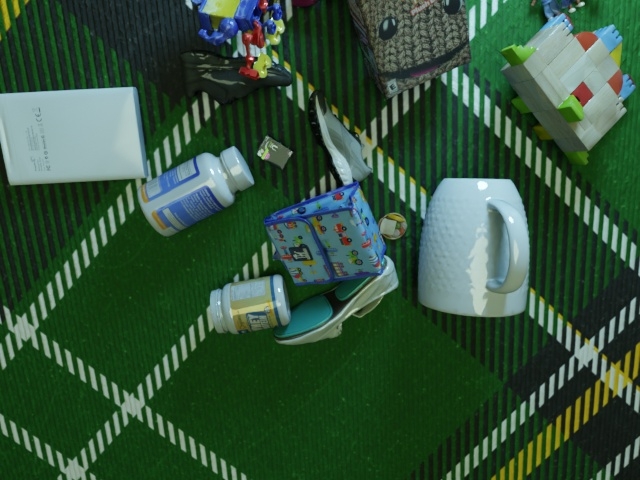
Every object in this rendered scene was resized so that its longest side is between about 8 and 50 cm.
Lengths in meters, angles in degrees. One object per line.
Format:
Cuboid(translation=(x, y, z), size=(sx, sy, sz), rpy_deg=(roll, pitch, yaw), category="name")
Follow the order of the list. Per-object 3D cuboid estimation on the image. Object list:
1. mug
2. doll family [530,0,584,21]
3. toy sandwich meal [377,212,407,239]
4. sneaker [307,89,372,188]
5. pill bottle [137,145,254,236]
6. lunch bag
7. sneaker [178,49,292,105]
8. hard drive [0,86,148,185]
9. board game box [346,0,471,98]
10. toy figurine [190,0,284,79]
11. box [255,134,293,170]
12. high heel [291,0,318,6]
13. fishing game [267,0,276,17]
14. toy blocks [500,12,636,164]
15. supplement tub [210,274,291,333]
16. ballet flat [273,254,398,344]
Cuboid(translation=(0.404, 0.010, 1.223), size=(0.277, 0.374, 0.327), rpy_deg=(0, 97, -7), category="mug")
Cuboid(translation=(0.623, -0.643, 1.222), size=(0.193, 0.076, 0.111), rpy_deg=(-38, 121, 2), category="doll family")
Cuboid(translation=(0.203, -0.040, 1.376), size=(0.086, 0.029, 0.085), rpy_deg=(-1, 104, -2), category="toy sandwich meal")
Cuboid(translation=(0.048, -0.270, 1.288), size=(0.108, 0.100, 0.271), rpy_deg=(-28, 109, -5), category="sneaker")
Cuboid(translation=(-0.317, -0.133, 1.271), size=(0.272, 0.152, 0.152), rpy_deg=(-26, 103, 4), category="pill bottle")
Cuboid(translation=(0.000, 0.000, 1.319), size=(0.294, 0.138, 0.220), rpy_deg=(-15, 120, 22), category="lunch bag")
Cuboid(translation=(-0.214, -0.407, 1.245), size=(0.287, 0.109, 0.130), rpy_deg=(7, 113, 3), category="sneaker")
Cuboid(translation=(-0.646, -0.271, 1.278), size=(0.354, 0.047, 0.232), rpy_deg=(-3, 104, -1), category="hard drive")
Cuboid(translation=(0.202, -0.524, 1.135), size=(0.232, 0.141, 0.291), rpy_deg=(-25, 136, 4), category="board game box")
Cuboid(translation=(-0.194, -0.571, 1.112), size=(0.218, 0.191, 0.362), rpy_deg=(17, 81, 8), category="toy figurine")
Cuboid(translation=(-0.121, -0.234, 1.304), size=(0.083, 0.052, 0.062), rpy_deg=(32, 101, -10), category="box")
Cuboid(translation=(-0.022, -0.703, 1.198), size=(0.117, 0.082, 0.243), rpy_deg=(1, 98, 31), category="high heel")
Cuboid(translation=(-0.229, -0.647, 1.207), size=(0.264, 0.041, 0.189), rpy_deg=(18, 100, -6), category="fishing game")
Cuboid(translation=(0.654, -0.420, 1.240), size=(0.381, 0.191, 0.261), rpy_deg=(44, 87, -15), category="toy blocks")
Cuboid(translation=(-0.191, 0.180, 1.355), size=(0.200, 0.144, 0.144), rpy_deg=(-11, 104, 0), category="supplement tub")
Cuboid(translation=(0.056, 0.197, 1.388), size=(0.400, 0.139, 0.139), rpy_deg=(-36, 102, 6), category="ballet flat")
